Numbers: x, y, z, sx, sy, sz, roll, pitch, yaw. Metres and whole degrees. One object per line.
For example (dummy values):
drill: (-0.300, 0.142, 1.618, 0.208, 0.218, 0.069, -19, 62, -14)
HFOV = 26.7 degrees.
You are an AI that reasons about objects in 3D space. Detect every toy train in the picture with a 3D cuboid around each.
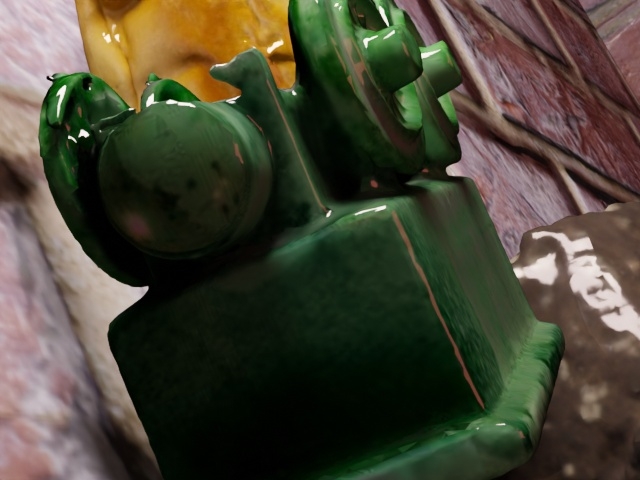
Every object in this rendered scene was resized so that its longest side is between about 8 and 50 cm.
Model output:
toy train: (0.000, 0.000, 0.541, 0.202, 0.145, 0.266, 67, 14, 1)

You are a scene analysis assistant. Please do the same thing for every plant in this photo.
plant: (0.214, 0.148, 0.853, 0.213, 0.215, 0.312, 21, 44, -50)

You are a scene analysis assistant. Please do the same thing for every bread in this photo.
bread: (-0.018, -0.050, 0.755, 0.294, 0.132, 0.167, 57, 21, 6)
